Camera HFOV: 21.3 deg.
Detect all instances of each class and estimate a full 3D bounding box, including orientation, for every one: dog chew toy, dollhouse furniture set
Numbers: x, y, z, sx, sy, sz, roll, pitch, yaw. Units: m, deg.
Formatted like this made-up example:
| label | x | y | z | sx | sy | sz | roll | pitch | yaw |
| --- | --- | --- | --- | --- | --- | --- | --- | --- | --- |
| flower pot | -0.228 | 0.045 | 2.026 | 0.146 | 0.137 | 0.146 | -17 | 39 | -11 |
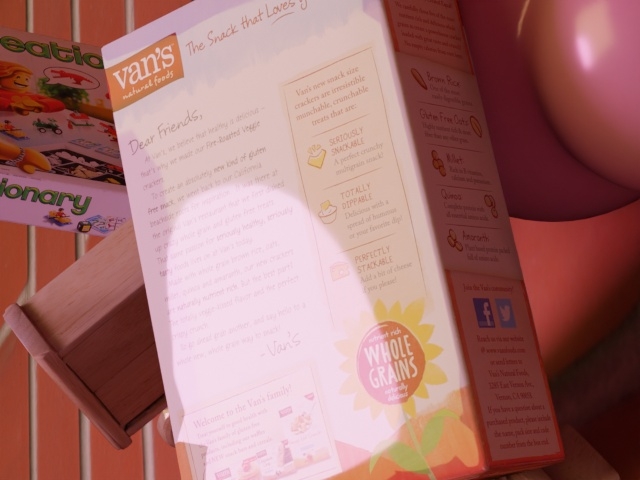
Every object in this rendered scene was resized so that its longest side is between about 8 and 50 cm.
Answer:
| label | x | y | z | sx | sy | sz | roll | pitch | yaw |
| --- | --- | --- | --- | --- | --- | --- | --- | --- | --- |
| dog chew toy | 0.101 | -0.101 | 0.820 | 0.332 | 0.206 | 0.206 | 17 | 99 | 59 |
| dollhouse furniture set | 0.006 | 0.127 | 0.912 | 0.355 | 0.174 | 0.303 | 46 | 172 | 37 |

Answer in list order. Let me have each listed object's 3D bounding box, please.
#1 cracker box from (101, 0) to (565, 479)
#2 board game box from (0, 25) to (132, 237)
| label | x | y | z | sx | sy | sz | roll | pitch | yaw |
| --- | --- | --- | --- | --- | --- | --- | --- | --- | --- |
| cracker box | 0.000 | 0.000 | 0.732 | 0.156 | 0.067 | 0.232 | -20 | 76 | 35 |
| board game box | -0.195 | -0.085 | 1.363 | 0.053 | 0.305 | 0.193 | -62 | 31 | 34 |
